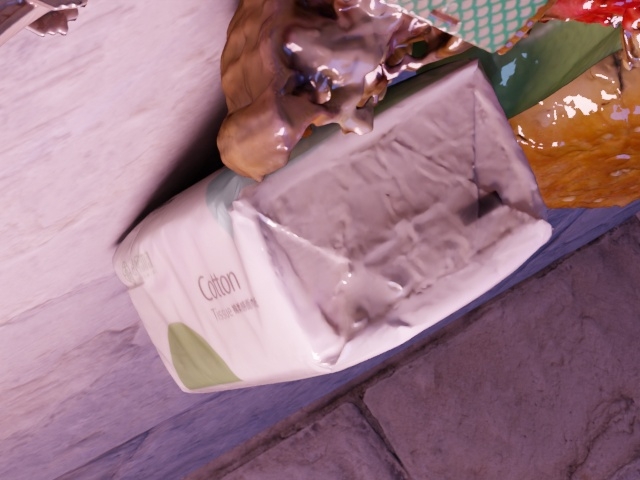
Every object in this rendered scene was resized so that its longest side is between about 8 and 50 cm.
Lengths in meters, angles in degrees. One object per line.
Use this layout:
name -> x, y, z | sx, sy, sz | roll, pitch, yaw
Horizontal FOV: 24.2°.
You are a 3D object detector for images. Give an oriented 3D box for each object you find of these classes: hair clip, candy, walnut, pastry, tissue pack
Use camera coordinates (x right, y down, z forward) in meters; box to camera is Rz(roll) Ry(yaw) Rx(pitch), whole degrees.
hair clip -> -0.161, -0.139, 0.850 | 0.226, 0.072, 0.034 | -38, 177, -35
candy -> 0.240, -0.234, 1.404 | 0.343, 0.132, 0.142 | -32, 144, -24
walnut -> 0.013, -0.149, 1.072 | 0.238, 0.141, 0.204 | -30, -173, -4
pastry -> 0.315, -0.163, 1.705 | 0.284, 0.184, 0.316 | -5, 158, -7
tissue pack -> -0.001, -0.001, 1.312 | 0.266, 0.194, 0.356 | -30, -175, -25

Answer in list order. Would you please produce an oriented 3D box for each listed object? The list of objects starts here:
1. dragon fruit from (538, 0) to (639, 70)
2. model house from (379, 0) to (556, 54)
dragon fruit -> 0.216, -0.219, 1.188 | 0.152, 0.205, 0.317 | -37, 167, 13
model house -> 0.081, -0.222, 0.793 | 0.178, 0.206, 0.271 | -42, 166, 33
